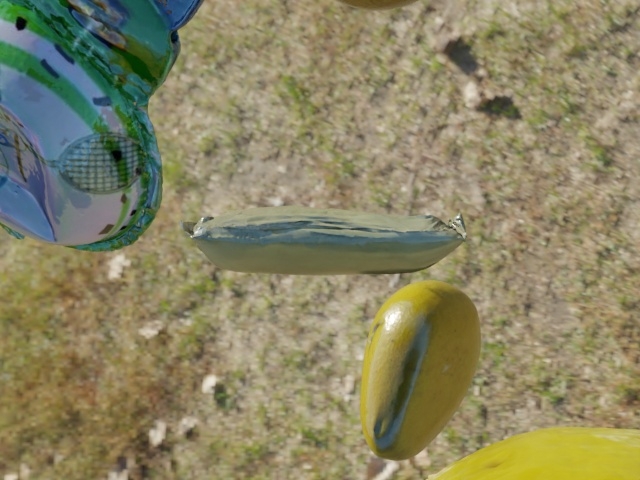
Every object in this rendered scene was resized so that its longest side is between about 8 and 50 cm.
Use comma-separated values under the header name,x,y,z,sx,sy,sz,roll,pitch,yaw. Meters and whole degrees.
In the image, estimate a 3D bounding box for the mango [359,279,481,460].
name,x,y,z,sx,sy,sz,roll,pitch,yaw
mango,0.097,0.135,1.160,0.098,0.137,0.195,13,68,44

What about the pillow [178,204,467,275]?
name,x,y,z,sx,sy,sz,roll,pitch,yaw
pillow,0.000,0.000,0.846,0.208,0.119,0.053,1,90,-3

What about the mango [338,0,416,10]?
name,x,y,z,sx,sy,sz,roll,pitch,yaw
mango,0.054,-0.288,0.989,0.236,0.136,0.166,41,119,60

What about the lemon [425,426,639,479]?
name,x,y,z,sx,sy,sz,roll,pitch,yaw
lemon,0.147,0.256,0.541,0.364,0.364,0.364,-9,75,38

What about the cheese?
name,x,y,z,sx,sy,sz,roll,pitch,yaw
cheese,-0.166,-0.097,0.690,0.204,0.083,0.320,44,139,-3

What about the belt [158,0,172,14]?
name,x,y,z,sx,sy,sz,roll,pitch,yaw
belt,-0.183,-0.279,1.142,0.140,0.058,0.105,-27,79,-13
